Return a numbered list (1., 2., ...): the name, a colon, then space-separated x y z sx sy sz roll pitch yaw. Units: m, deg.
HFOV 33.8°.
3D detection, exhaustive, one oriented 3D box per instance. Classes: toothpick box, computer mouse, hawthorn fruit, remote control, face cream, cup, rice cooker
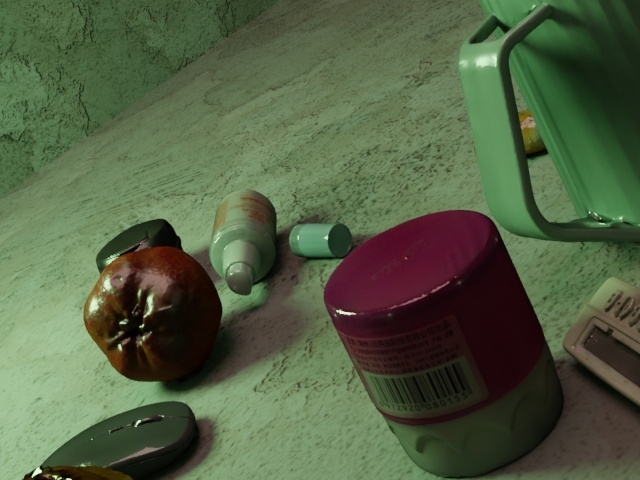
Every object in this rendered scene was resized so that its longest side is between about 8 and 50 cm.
1. toothpick box: 0.000 0.000 1.538 0.083 0.052 0.052 0 34 47
2. computer mouse: -0.257 0.257 1.250 0.232 0.057 0.120 -26 22 6
3. hawthorn fruit: -0.218 0.095 1.428 0.185 0.185 0.202 -23 7 11
4. remote control: 0.302 0.106 0.932 0.090 0.049 0.230 -58 22 5
5. face cream: -0.117 0.011 1.586 0.101 0.101 0.252 -24 21 8
6. face cream: 0.117 0.095 0.988 0.175 0.195 0.175 -22 22 10
7. cup: 0.340 -0.201 1.156 0.310 0.392 0.401 -18 28 38
8. rice cooker: -0.283 0.038 1.695 0.142 0.118 0.203 -26 21 1

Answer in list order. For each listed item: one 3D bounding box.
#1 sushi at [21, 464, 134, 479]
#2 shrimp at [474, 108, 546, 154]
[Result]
1. sushi: -0.207 0.295 0.998 0.296 0.179 0.167 -6 46 49
2. shrimp: 0.356 -0.182 1.533 0.287 0.063 0.152 -18 12 27
